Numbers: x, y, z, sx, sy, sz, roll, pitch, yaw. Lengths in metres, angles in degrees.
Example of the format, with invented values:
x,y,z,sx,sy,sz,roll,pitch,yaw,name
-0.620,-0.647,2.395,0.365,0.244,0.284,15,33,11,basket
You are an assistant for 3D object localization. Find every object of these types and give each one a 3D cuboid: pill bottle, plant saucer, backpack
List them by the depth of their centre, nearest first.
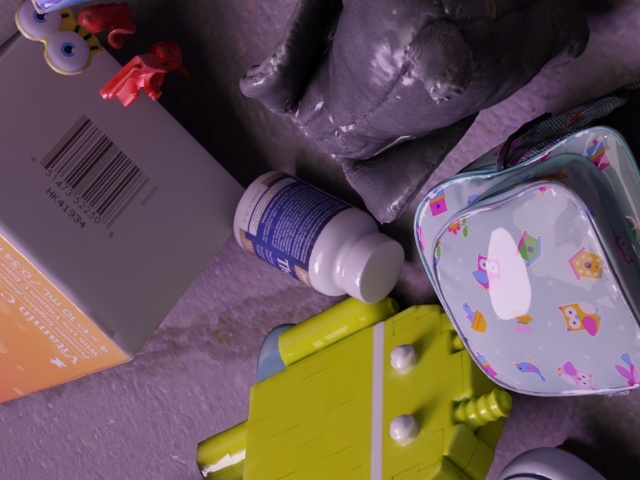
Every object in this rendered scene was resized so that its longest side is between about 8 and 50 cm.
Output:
x,y,z,sx,sy,sz,roll,pitch,yaw,name
0.147,0.011,1.002,0.188,0.144,0.166,-15,107,54,backpack
0.000,0.000,1.214,0.120,0.067,0.067,28,131,35,pill bottle
-0.013,0.126,1.344,0.119,0.021,0.119,27,130,36,plant saucer

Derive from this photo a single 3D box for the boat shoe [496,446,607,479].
x,y,z,sx,sy,sz,roll,pitch,yaw,name
0.197,0.281,1.104,0.109,0.094,0.302,-24,97,49,boat shoe

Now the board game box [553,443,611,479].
x,y,z,sx,sy,sz,roll,pitch,yaw,name
0.191,0.290,1.216,0.145,0.027,0.281,35,135,27,board game box

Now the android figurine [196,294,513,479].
x,y,z,sx,sy,sz,roll,pitch,yaw,name
0.021,0.141,1.167,0.273,0.248,0.056,-28,127,30,android figurine

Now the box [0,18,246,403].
x,y,z,sx,sy,sz,roll,pitch,yaw,name
-0.247,-0.010,1.328,0.215,0.168,0.345,45,150,-14,box

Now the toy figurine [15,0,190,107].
x,y,z,sx,sy,sz,roll,pitch,yaw,name
-0.153,-0.302,1.182,0.217,0.191,0.362,-39,81,22,toy figurine

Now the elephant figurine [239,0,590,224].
x,y,z,sx,sy,sz,roll,pitch,yaw,name
0.037,-0.097,1.021,0.239,0.186,0.169,-43,63,41,elephant figurine

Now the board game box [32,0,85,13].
x,y,z,sx,sy,sz,roll,pitch,yaw,name
-0.071,-0.302,0.964,0.291,0.141,0.232,-23,95,28,board game box
